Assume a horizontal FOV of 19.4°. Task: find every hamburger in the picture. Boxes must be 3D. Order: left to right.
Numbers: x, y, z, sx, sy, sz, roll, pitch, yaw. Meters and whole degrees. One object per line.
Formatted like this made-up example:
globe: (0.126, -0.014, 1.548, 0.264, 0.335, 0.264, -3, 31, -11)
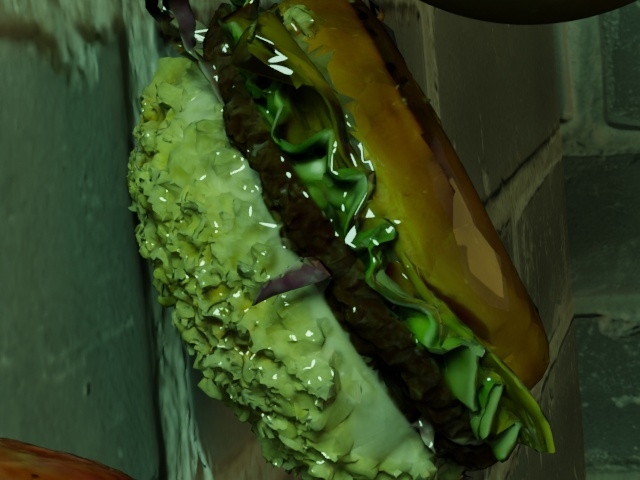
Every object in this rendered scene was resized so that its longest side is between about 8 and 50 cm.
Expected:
hamburger: (0.000, 0.000, 0.793, 0.262, 0.138, 0.243, 62, 4, -4)

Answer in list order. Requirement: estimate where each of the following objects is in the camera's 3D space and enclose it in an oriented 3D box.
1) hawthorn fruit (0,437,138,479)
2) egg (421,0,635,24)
hawthorn fruit: (-0.082, 0.116, 0.369, 0.173, 0.172, 0.173, -4, 90, -77)
egg: (0.127, -0.280, 1.105, 0.374, 0.301, 0.301, -45, 130, -68)
